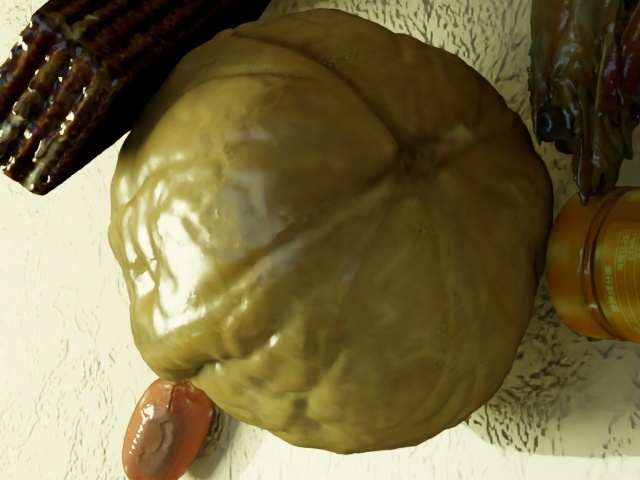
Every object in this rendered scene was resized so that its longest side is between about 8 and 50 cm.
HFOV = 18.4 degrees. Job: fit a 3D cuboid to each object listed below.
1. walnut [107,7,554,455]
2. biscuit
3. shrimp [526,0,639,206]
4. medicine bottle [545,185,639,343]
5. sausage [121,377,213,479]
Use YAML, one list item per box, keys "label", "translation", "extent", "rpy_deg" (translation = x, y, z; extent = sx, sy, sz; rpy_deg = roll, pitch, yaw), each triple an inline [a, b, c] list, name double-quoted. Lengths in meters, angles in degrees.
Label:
- label: "walnut"
  translation: [0.002, -0.001, 1.240]
  extent: [0.252, 0.277, 0.313]
  rpy_deg: [-65, 8, -24]
- label: "biscuit"
  translation: [-0.109, -0.147, 1.331]
  extent: [0.073, 0.388, 0.107]
  rpy_deg: [38, 119, 0]
- label: "shrimp"
  translation: [0.190, -0.158, 1.181]
  extent: [0.154, 0.062, 0.294]
  rpy_deg: [2, 74, 38]
- label: "medicine bottle"
  translation: [0.229, 0.017, 1.120]
  extent: [0.192, 0.096, 0.096]
  rpy_deg: [1, 86, 47]
- label: "sausage"
  translation: [-0.117, 0.144, 1.495]
  extent: [0.059, 0.054, 0.094]
  rpy_deg: [28, 113, 3]
